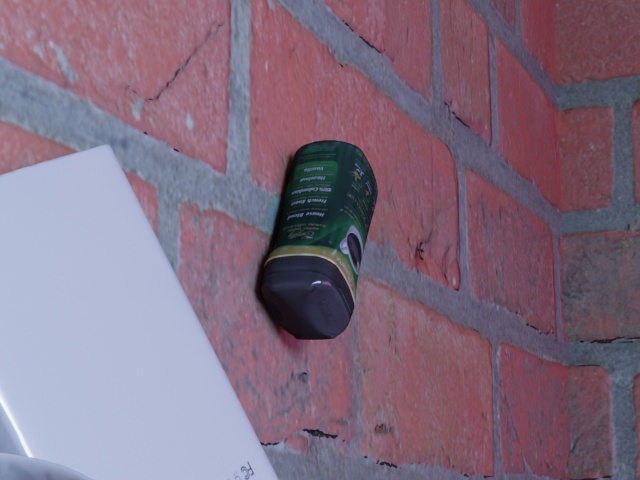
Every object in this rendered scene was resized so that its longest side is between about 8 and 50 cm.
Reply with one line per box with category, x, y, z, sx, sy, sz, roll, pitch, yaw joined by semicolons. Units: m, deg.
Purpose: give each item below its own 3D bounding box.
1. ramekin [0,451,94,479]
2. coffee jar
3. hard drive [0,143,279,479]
ramekin;-0.200;0.174;0.610;0.207;0.207;0.109;-13;106;-67
coffee jar;0.000;0.000;1.267;0.096;0.079;0.184;66;28;-45
hard drive;-0.124;0.121;0.846;0.353;0.047;0.233;64;25;-2
